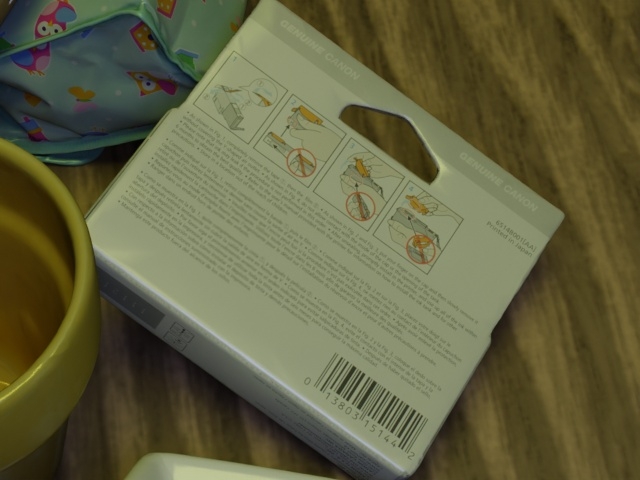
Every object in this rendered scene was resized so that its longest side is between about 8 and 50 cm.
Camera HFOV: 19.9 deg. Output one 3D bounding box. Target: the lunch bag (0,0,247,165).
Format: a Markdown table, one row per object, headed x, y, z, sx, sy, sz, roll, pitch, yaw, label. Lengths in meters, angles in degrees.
| x | y | z | sx | sy | sz | roll | pitch | yaw | label |
| --- | --- | --- | --- | --- | --- | --- | --- | --- | --- |
| -0.195 | -0.190 | 1.502 | 0.262 | 0.160 | 0.223 | -16 | 50 | 30 | lunch bag |

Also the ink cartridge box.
| x | y | z | sx | sy | sz | roll | pitch | yaw | label |
| --- | --- | --- | --- | --- | --- | --- | --- | --- | --- |
| 0.000 | 0.000 | 1.368 | 0.296 | 0.066 | 0.261 | 36 | 61 | -3 | ink cartridge box |

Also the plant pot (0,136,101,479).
| x | y | z | sx | sy | sz | roll | pitch | yaw | label |
| --- | --- | --- | --- | --- | --- | --- | --- | --- | --- |
| -0.271 | 0.086 | 1.265 | 0.254 | 0.239 | 0.254 | 0 | 56 | 0 | plant pot |

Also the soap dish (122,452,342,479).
| x | y | z | sx | sy | sz | roll | pitch | yaw | label |
| --- | --- | --- | --- | --- | --- | --- | --- | --- | --- |
| -0.047 | 0.239 | 1.158 | 0.228 | 0.118 | 0.291 | 9 | 11 | 5 | soap dish |

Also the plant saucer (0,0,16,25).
| x | y | z | sx | sy | sz | roll | pitch | yaw | label |
| --- | --- | --- | --- | --- | --- | --- | --- | --- | --- |
| -0.284 | -0.224 | 1.478 | 0.041 | 0.278 | 0.278 | 30 | 52 | -25 | plant saucer |
